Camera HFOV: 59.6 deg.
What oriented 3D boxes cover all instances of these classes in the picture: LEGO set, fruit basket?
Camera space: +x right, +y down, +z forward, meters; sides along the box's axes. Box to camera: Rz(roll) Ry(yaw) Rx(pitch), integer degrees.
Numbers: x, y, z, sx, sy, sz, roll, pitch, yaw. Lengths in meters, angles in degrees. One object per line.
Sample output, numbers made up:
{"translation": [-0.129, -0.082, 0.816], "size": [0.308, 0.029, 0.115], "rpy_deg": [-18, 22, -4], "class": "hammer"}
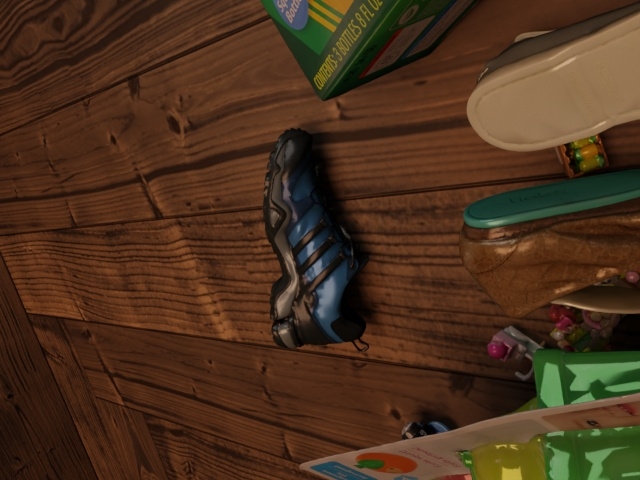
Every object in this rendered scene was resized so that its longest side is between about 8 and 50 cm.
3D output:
{"translation": [0.244, 0.036, 0.533], "size": [0.132, 0.107, 0.286], "rpy_deg": [23, 125, 31], "class": "LEGO set"}
{"translation": [0.211, 0.236, 0.509], "size": [0.327, 0.165, 0.353], "rpy_deg": [32, 131, -29], "class": "fruit basket"}

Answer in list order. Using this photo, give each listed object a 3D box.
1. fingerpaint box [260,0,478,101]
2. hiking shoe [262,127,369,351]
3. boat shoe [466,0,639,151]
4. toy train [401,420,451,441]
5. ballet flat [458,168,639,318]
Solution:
{"translation": [0.036, -0.370, 0.373], "size": [0.370, 0.163, 0.445], "rpy_deg": [59, 156, 1], "class": "fingerpaint box"}
{"translation": [0.000, 0.000, 0.754], "size": [0.132, 0.113, 0.303], "rpy_deg": [0, 107, 9], "class": "hiking shoe"}
{"translation": [0.266, -0.151, 0.418], "size": [0.320, 0.099, 0.116], "rpy_deg": [-7, 133, 45], "class": "boat shoe"}
{"translation": [0.178, 0.328, 0.764], "size": [0.184, 0.080, 0.105], "rpy_deg": [40, 141, 16], "class": "toy train"}
{"translation": [0.283, -0.011, 0.423], "size": [0.343, 0.116, 0.124], "rpy_deg": [-18, 108, 15], "class": "ballet flat"}
